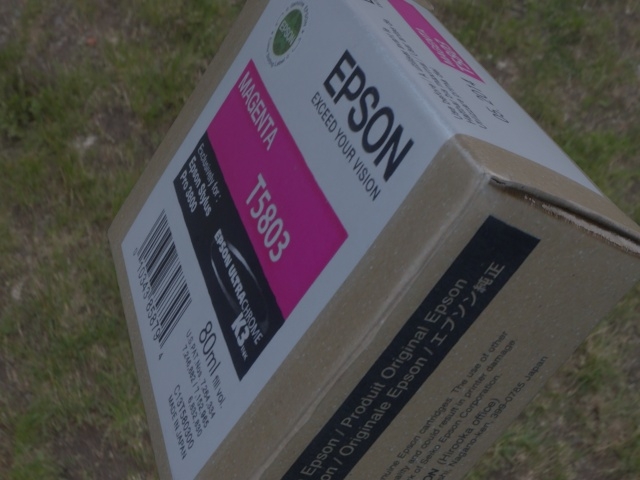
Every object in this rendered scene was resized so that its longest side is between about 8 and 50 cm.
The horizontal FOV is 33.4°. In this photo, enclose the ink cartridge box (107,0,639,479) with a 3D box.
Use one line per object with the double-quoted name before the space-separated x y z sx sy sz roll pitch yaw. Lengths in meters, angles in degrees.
"ink cartridge box" 0.000 0.000 0.462 0.088 0.193 0.234 21 24 -30
